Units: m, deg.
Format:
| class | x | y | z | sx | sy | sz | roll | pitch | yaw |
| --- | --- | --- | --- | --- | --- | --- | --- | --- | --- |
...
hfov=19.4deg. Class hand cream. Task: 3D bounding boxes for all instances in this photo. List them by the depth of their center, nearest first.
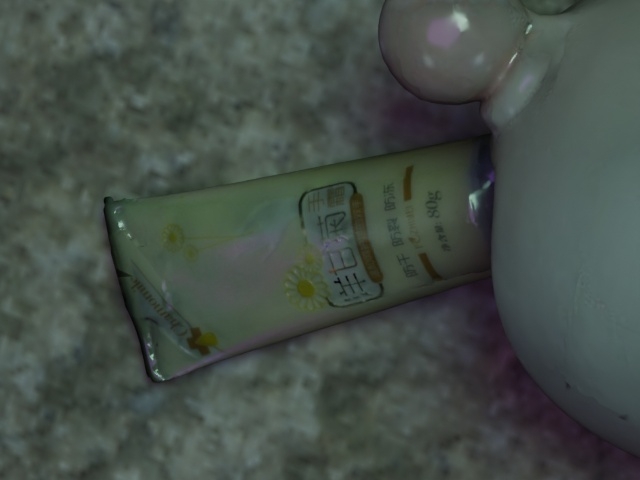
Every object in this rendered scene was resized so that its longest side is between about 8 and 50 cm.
| class | x | y | z | sx | sy | sz | roll | pitch | yaw |
| --- | --- | --- | --- | --- | --- | --- | --- | --- | --- |
| hand cream | 0.000 | 0.000 | 0.564 | 0.143 | 0.039 | 0.061 | -15 | 96 | 24 |

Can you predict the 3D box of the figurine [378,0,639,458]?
| class | x | y | z | sx | sy | sz | roll | pitch | yaw |
| --- | --- | --- | --- | --- | --- | --- | --- | --- | --- |
| figurine | 0.123 | -0.044 | 0.472 | 0.144 | 0.182 | 0.256 | 28 | 120 | 56 |
